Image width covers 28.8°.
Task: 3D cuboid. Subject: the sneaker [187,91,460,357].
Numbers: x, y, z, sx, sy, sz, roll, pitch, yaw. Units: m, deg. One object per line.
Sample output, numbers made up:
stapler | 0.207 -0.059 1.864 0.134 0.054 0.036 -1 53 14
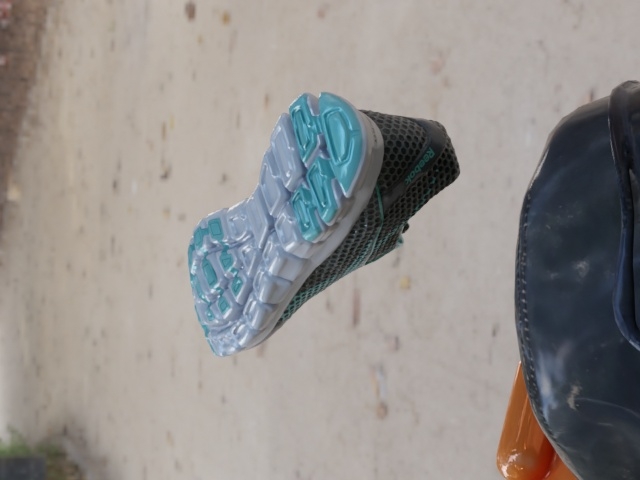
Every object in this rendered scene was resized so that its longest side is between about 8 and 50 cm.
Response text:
sneaker | 0.000 0.000 0.524 0.166 0.076 0.065 -44 58 50

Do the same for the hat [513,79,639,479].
hat | 0.151 0.037 0.445 0.134 0.331 0.331 -20 64 33

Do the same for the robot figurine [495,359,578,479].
robot figurine | 0.176 0.130 0.656 0.219 0.158 0.128 -63 -28 -56
